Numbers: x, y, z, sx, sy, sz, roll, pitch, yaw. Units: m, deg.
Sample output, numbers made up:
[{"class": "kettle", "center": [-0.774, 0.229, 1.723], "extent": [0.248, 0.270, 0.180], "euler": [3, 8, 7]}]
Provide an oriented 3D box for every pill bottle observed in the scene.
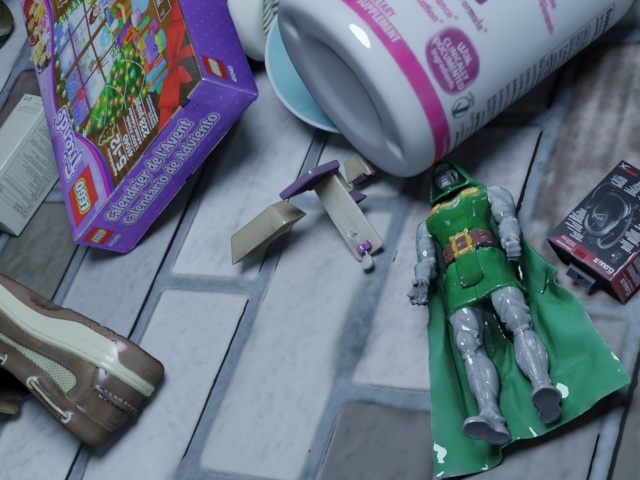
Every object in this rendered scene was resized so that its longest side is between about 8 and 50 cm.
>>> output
[{"class": "pill bottle", "center": [0.123, -0.188, 0.957], "extent": [0.283, 0.160, 0.160], "euler": [-38, 45, -12]}]

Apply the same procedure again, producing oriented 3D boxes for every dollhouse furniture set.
[{"class": "dollhouse furniture set", "center": [0.000, 0.000, 1.013], "extent": [0.114, 0.091, 0.081], "euler": [-37, 84, 34]}]

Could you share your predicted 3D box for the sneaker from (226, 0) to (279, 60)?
[{"class": "sneaker", "center": [-0.037, -0.320, 1.193], "extent": [0.148, 0.131, 0.350], "euler": [11, 63, 34]}]

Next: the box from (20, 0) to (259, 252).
[{"class": "box", "center": [-0.163, -0.165, 1.123], "extent": [0.201, 0.057, 0.293], "euler": [-47, 47, 33]}]

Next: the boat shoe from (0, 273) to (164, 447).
[{"class": "boat shoe", "center": [-0.240, 0.086, 1.043], "extent": [0.257, 0.095, 0.095], "euler": [20, 75, 40]}]

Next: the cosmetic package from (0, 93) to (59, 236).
[{"class": "cosmetic package", "center": [-0.268, -0.068, 1.198], "extent": [0.041, 0.060, 0.115], "euler": [16, 65, 41]}]

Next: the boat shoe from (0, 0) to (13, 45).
[{"class": "boat shoe", "center": [-0.410, -0.245, 1.417], "extent": [0.224, 0.080, 0.073], "euler": [31, 118, 27]}]

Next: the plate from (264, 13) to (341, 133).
[{"class": "plate", "center": [0.049, -0.156, 1.067], "extent": [0.188, 0.024, 0.188], "euler": [-7, 58, 11]}]

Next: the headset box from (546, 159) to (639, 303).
[{"class": "headset box", "center": [0.195, -0.004, 0.875], "extent": [0.083, 0.032, 0.062], "euler": [-46, 45, -5]}]

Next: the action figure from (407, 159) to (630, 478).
[{"class": "action figure", "center": [0.106, 0.030, 0.891], "extent": [0.137, 0.063, 0.232], "euler": [-28, 43, 16]}]
